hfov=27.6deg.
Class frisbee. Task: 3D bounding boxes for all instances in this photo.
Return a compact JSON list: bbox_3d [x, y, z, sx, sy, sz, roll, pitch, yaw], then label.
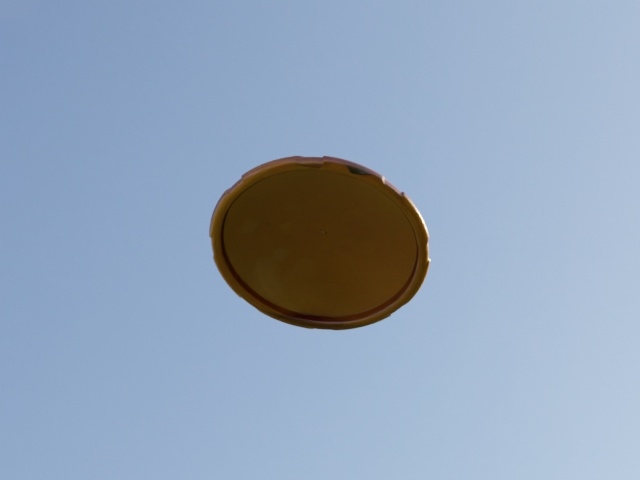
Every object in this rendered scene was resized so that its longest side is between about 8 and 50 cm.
[{"bbox_3d":[0.000,0.000,1.125,0.192,0.035,0.192,4,-51,5],"label":"frisbee"}]
